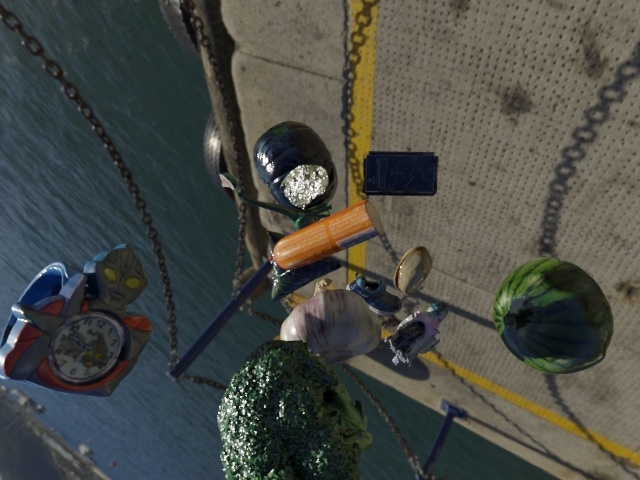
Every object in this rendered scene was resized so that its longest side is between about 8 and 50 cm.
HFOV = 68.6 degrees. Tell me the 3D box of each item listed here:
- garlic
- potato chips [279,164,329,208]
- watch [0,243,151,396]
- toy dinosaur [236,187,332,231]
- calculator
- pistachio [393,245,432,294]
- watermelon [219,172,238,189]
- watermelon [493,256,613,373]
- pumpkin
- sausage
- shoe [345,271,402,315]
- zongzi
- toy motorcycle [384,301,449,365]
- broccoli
[{"bbox_3d":[0.018,0.186,1.174,0.245,0.253,0.245,-5,137,-5],"label":"garlic"},{"bbox_3d":[-0.050,-0.164,1.432,0.209,0.026,0.142,20,113,40],"label":"potato chips"},{"bbox_3d":[-0.491,0.138,0.923,0.275,0.305,0.241,0,152,42],"label":"watch"},{"bbox_3d":[-0.100,-0.047,1.668,0.447,0.301,0.087,79,168,-44],"label":"toy dinosaur"},{"bbox_3d":[0.294,-0.246,1.732,0.274,0.028,0.165,1,95,4],"label":"calculator"},{"bbox_3d":[0.398,0.123,2.017,0.144,0.215,0.144,29,179,0],"label":"pistachio"},{"bbox_3d":[-0.366,-0.228,1.872,0.061,0.085,0.085,-38,101,25],"label":"watermelon"},{"bbox_3d":[0.602,0.224,1.287,0.331,0.190,0.330,49,149,44],"label":"watermelon"},{"bbox_3d":[-0.089,-0.269,1.765,0.363,0.266,0.363,58,172,12],"label":"pumpkin"},{"bbox_3d":[0.000,0.000,1.173,0.312,0.093,0.093,-24,114,25],"label":"sausage"},{"bbox_3d":[0.192,0.181,1.601,0.207,0.091,0.106,26,120,-11],"label":"shoe"},{"bbox_3d":[-0.149,0.076,2.188,0.362,0.319,0.383,34,150,-22],"label":"zongzi"},{"bbox_3d":[0.274,0.248,1.266,0.108,0.204,0.239,48,167,10],"label":"toy motorcycle"},{"bbox_3d":[-0.043,0.290,0.745,0.245,0.265,0.294,24,-167,-14],"label":"broccoli"}]
